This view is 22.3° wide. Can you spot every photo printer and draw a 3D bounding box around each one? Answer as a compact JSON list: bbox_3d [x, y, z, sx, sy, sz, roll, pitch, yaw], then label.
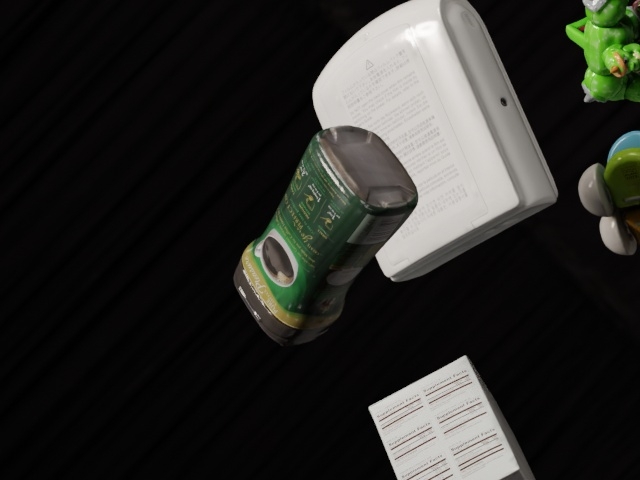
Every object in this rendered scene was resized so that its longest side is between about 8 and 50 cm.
[{"bbox_3d":[0.130,-0.135,2.014,0.107,0.256,0.308,-10,-107,-49],"label":"photo printer"}]

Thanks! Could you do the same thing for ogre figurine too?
[{"bbox_3d":[0.321,-0.209,1.655,0.197,0.118,0.097,93,154,-60],"label":"ogre figurine"}]

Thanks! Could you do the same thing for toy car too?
[{"bbox_3d":[0.454,-0.075,2.254,0.182,0.159,0.136,54,-146,-35],"label":"toy car"}]

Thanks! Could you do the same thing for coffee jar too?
[{"bbox_3d":[0.000,0.000,1.329,0.079,0.184,0.096,-9,-125,-40],"label":"coffee jar"}]

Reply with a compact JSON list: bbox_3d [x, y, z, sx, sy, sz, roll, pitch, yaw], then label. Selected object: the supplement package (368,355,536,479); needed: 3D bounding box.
[{"bbox_3d":[0.186,0.300,2.071,0.194,0.149,0.203,57,-173,-42],"label":"supplement package"}]
